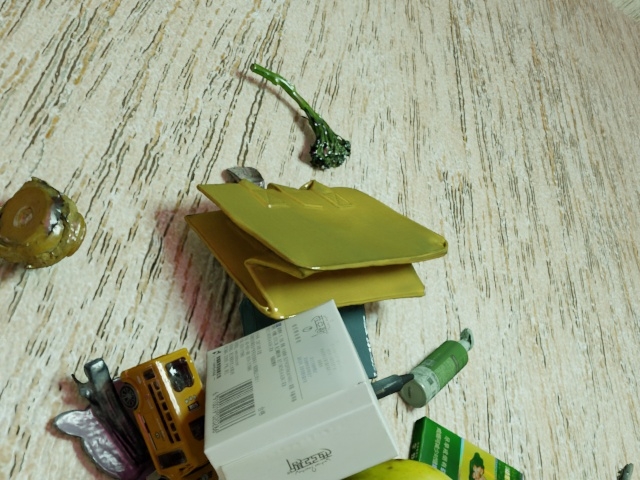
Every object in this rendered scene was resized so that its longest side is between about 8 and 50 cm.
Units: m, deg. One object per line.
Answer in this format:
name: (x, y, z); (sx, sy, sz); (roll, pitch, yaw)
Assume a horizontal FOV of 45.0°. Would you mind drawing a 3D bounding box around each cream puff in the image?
cream puff: (-0.389, -0.019, 1.067); (0.133, 0.119, 0.104); (56, 1, 39)

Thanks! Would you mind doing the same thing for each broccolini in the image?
broccolini: (-0.048, -0.239, 1.520); (0.271, 0.062, 0.123); (43, 29, -14)

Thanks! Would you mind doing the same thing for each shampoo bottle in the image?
shampoo bottle: (0.221, 0.228, 1.413); (0.204, 0.065, 0.065); (-30, 82, -46)

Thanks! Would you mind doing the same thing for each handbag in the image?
handbag: (0.000, 0.000, 1.298); (0.401, 0.133, 0.283); (-6, 40, -47)
handbag: (-0.017, 0.165, 1.269); (0.229, 0.062, 0.179); (7, 58, -35)

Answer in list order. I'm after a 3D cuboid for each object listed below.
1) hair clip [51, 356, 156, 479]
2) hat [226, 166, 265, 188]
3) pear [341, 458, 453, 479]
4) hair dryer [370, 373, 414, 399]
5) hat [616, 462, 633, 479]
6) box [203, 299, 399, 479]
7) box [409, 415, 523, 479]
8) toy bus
hair clip: (-0.264, 0.242, 1.037); (0.187, 0.056, 0.146); (56, 42, -6)
hat: (-0.133, -0.102, 1.383); (0.087, 0.042, 0.058); (32, 30, 34)
pear: (0.040, 0.469, 0.906); (0.362, 0.362, 0.418); (37, 52, -12)
hair dryer: (0.083, 0.267, 1.251); (0.195, 0.050, 0.173); (5, 86, -40)
hat: (0.551, 0.542, 1.410); (0.232, 0.161, 0.275); (68, 22, 3)
box: (-0.036, 0.205, 1.005); (0.274, 0.203, 0.116); (-117, -176, -72)
box: (0.253, 0.414, 1.333); (0.235, 0.034, 0.132); (32, 46, -17)
toy bus: (-0.184, 0.245, 1.015); (0.083, 0.088, 0.194); (-19, 84, -54)
